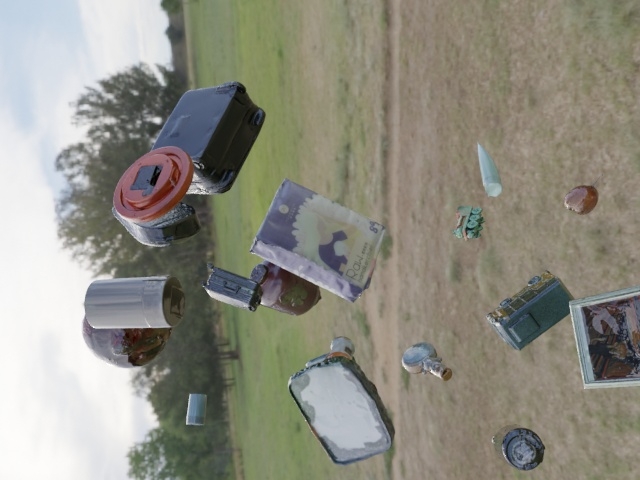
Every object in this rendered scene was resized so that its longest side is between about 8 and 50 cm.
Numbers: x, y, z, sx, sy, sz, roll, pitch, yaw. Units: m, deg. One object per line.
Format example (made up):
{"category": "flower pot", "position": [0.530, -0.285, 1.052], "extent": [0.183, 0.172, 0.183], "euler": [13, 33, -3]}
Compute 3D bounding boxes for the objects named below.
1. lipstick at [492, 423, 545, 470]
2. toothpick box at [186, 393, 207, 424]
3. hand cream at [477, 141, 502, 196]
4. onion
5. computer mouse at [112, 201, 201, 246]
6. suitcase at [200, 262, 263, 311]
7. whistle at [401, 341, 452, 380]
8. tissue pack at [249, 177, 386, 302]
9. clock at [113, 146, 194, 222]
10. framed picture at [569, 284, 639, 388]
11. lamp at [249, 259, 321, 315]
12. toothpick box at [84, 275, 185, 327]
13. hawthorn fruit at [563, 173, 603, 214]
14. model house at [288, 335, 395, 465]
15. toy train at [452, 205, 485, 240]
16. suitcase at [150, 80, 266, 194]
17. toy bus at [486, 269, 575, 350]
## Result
{"category": "lipstick", "position": [0.384, 0.405, 1.207], "extent": [0.300, 0.081, 0.081], "euler": [55, -154, -70]}
{"category": "toothpick box", "position": [-0.356, 0.487, 1.754], "extent": [0.052, 0.052, 0.083], "euler": [110, 163, -68]}
{"category": "hand cream", "position": [0.481, -0.205, 1.741], "extent": [0.078, 0.050, 0.205], "euler": [42, -148, -27]}
{"category": "onion", "position": [-0.568, 0.274, 1.807], "extent": [0.195, 0.272, 0.272], "euler": [-122, 28, -56]}
{"category": "computer mouse", "position": [-0.450, -0.049, 1.692], "extent": [0.295, 0.168, 0.087], "euler": [26, 128, 43]}
{"category": "suitcase", "position": [-0.185, 0.102, 1.296], "extent": [0.086, 0.126, 0.059], "euler": [85, -155, -72]}
{"category": "whistle", "position": [0.309, 0.354, 1.760], "extent": [0.057, 0.107, 0.220], "euler": [58, 166, -17]}
{"category": "tissue pack", "position": [0.000, 0.000, 1.723], "extent": [0.125, 0.343, 0.242], "euler": [122, 171, -53]}
{"category": "clock", "position": [-0.377, -0.130, 1.370], "extent": [0.051, 0.205, 0.205], "euler": [55, -163, -47]}
{"category": "framed picture", "position": [0.671, 0.215, 1.351], "extent": [0.273, 0.016, 0.216], "euler": [147, 122, -60]}
{"category": "lamp", "position": [-0.110, 0.149, 1.934], "extent": [0.180, 0.258, 0.180], "euler": [-27, 50, 37]}
{"category": "toothpick box", "position": [-0.393, 0.132, 1.297], "extent": [0.111, 0.180, 0.111], "euler": [-3, -90, -79]}
{"category": "hawthorn fruit", "position": [0.587, -0.106, 1.345], "extent": [0.103, 0.066, 0.067], "euler": [-63, 23, 23]}
{"category": "model house", "position": [0.069, 0.376, 1.581], "extent": [0.271, 0.190, 0.301], "euler": [59, -165, -11]}
{"category": "toy train", "position": [0.591, -0.068, 2.444], "extent": [0.074, 0.118, 0.176], "euler": [64, -142, -32]}
{"category": "suitcase", "position": [-0.373, -0.322, 1.934], "extent": [0.188, 0.339, 0.345], "euler": [42, -117, -45]}
{"category": "toy bus", "position": [0.727, 0.244, 2.096], "extent": [0.138, 0.275, 0.167], "euler": [52, -175, -7]}
